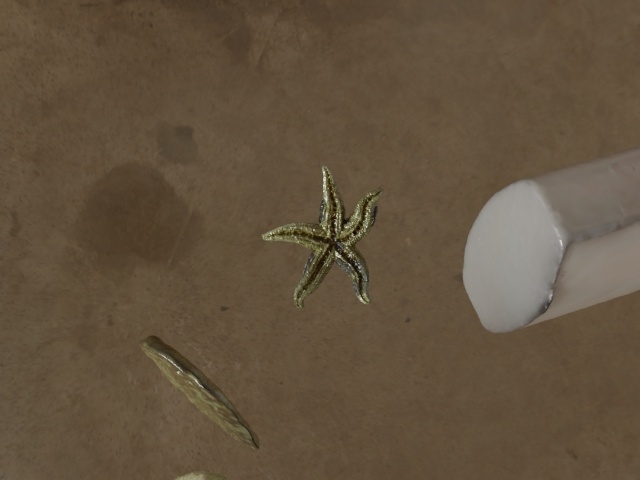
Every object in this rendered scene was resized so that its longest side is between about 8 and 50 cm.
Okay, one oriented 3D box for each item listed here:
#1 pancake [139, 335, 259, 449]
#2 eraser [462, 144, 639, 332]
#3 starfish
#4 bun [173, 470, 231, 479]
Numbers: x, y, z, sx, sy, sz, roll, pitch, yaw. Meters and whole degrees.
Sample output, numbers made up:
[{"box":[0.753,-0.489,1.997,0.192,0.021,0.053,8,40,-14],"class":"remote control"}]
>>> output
[{"box":[-0.170,0.219,0.803,0.212,0.235,0.029,31,64,26],"class":"pancake"},{"box":[0.259,-0.017,0.431,0.270,0.174,0.094,-15,66,-7],"class":"eraser"},{"box":[0.000,0.000,0.811,0.176,0.053,0.208,11,92,7],"class":"starfish"},{"box":[-0.164,0.383,0.632,0.244,0.244,0.153,-36,101,-18],"class":"bun"}]
